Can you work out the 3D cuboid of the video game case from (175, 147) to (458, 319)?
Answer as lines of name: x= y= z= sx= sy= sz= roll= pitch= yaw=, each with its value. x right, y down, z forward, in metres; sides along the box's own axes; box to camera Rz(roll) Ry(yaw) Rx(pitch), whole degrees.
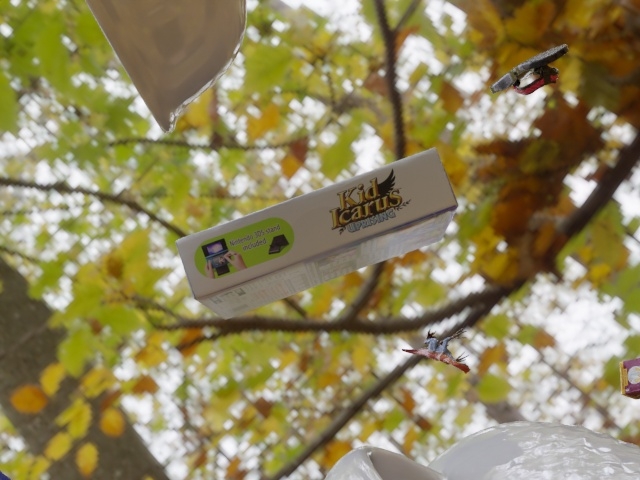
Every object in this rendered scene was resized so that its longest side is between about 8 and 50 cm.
video game case: x=0.000 y=0.000 z=1.341 sx=0.244 sy=0.061 sz=0.269 roll=-19 pitch=-7 yaw=-1

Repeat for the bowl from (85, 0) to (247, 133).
bowl: x=-0.133 y=-0.244 z=1.101 sx=0.134 sy=0.298 sz=0.298 roll=-28 pitch=-37 yaw=-1

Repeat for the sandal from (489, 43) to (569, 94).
sandal: x=0.264 y=-0.203 z=1.743 sx=0.067 sy=0.040 sz=0.179 roll=-24 pitch=-2 yaw=-15

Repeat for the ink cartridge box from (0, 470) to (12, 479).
ink cartridge box: x=-0.250 y=0.247 z=0.941 sx=0.072 sy=0.303 sz=0.307 roll=-35 pitch=17 yaw=30

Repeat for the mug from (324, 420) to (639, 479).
mug: x=0.154 y=0.255 z=0.949 sx=0.374 sy=0.328 sz=0.276 roll=34 pitch=-82 yaw=-29

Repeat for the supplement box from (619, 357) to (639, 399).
supplement box: x=0.502 y=0.207 z=2.141 sx=0.083 sy=0.055 sz=0.043 roll=-19 pitch=-29 yaw=40

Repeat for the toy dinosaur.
toy dinosaur: x=0.155 y=0.147 z=1.760 sx=0.090 sy=0.082 sz=0.047 roll=-34 pitch=-64 yaw=11
